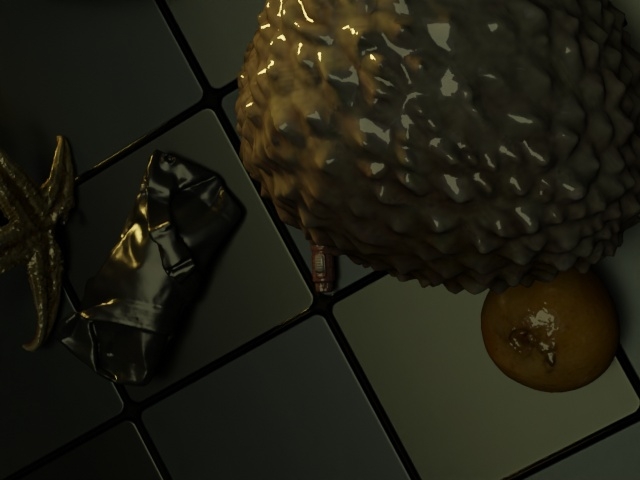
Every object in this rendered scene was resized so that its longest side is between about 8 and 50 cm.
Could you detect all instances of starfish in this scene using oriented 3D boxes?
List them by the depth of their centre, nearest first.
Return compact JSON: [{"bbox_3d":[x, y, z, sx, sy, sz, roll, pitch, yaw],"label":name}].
[{"bbox_3d":[-0.331,-0.003,1.687,0.050,0.138,0.247,7,91,54],"label":"starfish"}]

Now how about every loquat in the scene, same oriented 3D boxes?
[{"bbox_3d":[0.223,0.083,1.520,0.141,0.141,0.141,1,93,16],"label":"loquat"}]

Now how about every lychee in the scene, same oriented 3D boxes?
[{"bbox_3d":[0.104,-0.133,1.420,0.432,0.380,0.380,40,103,-2],"label":"lychee"}]

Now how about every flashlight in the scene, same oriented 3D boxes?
[{"bbox_3d":[0.000,0.000,1.633,0.052,0.031,0.110,-3,92,16],"label":"flashlight"}]

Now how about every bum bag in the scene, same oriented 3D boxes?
[{"bbox_3d":[-0.184,0.033,1.675,0.123,0.060,0.248,28,100,14],"label":"bum bag"}]
